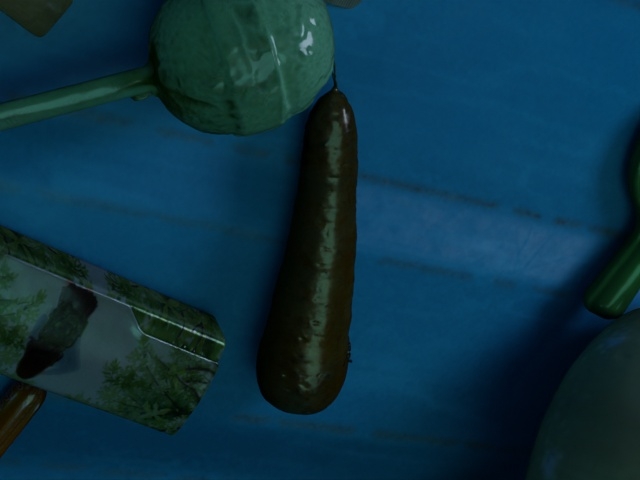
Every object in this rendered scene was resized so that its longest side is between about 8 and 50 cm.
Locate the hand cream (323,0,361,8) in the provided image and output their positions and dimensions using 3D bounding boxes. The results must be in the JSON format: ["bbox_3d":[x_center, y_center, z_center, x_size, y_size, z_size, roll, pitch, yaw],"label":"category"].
[{"bbox_3d":[0.036,-0.271,0.820,0.080,0.050,0.234,9,119,-29],"label":"hand cream"}]

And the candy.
[{"bbox_3d":[-0.202,-0.084,0.800,0.439,0.119,0.119,-17,122,-6],"label":"candy"}]

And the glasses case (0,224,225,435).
[{"bbox_3d":[-0.207,0.059,0.891,0.272,0.062,0.095,25,106,-30],"label":"glasses case"}]

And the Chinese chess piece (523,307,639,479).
[{"bbox_3d":[0.317,0.223,1.065,0.338,0.140,0.338,-19,117,-42],"label":"Chinese chess piece"}]

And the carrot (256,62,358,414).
[{"bbox_3d":[0.000,0.000,0.938,0.078,0.078,0.298,-1,114,-21],"label":"carrot"}]

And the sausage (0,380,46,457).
[{"bbox_3d":[-0.249,0.144,0.939,0.031,0.031,0.107,32,103,-32],"label":"sausage"}]

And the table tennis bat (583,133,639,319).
[{"bbox_3d":[0.318,-0.039,1.059,0.160,0.039,0.257,30,98,-32],"label":"table tennis bat"}]

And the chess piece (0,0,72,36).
[{"bbox_3d":[-0.222,-0.213,0.736,0.090,0.090,0.200,-45,134,6],"label":"chess piece"}]
